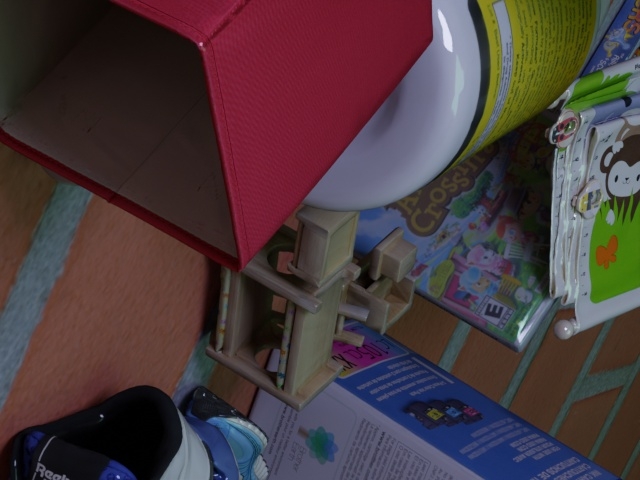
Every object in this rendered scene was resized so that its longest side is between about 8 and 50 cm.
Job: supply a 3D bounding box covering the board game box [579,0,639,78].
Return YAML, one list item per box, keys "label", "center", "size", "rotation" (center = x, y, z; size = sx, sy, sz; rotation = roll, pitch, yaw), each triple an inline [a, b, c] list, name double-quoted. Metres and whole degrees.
- label: "board game box"
  center: [0.331, -0.203, 1.966]
  size: [0.201, 0.035, 0.136]
  rotation: [-59, 158, -3]

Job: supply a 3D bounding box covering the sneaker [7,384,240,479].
- label: "sneaker"
  center: [-0.181, 0.221, 1.294]
  size: [0.315, 0.127, 0.182]
  rotation: [-59, 155, -22]

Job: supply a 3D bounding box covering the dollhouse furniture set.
- label: "dollhouse furniture set"
  center: [0.000, 0.000, 1.415]
  size: [0.161, 0.101, 0.182]
  rotation: [-40, 150, -41]

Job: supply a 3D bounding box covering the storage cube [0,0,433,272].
- label: "storage cube"
  center: [-0.067, -0.138, 0.996]
  size: [0.193, 0.184, 0.215]
  rotation: [-51, 156, -26]

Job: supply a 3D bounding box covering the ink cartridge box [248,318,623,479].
- label: "ink cartridge box"
  center: [0.108, 0.281, 1.592]
  size: [0.151, 0.395, 0.270]
  rotation: [-15, 131, -53]

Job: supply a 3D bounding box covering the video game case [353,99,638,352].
- label: "video game case"
  center: [0.137, -0.042, 1.534]
  size: [0.212, 0.193, 0.023]
  rotation: [-55, 160, -14]

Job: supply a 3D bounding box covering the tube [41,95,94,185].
- label: "tube"
  center: [-0.102, -0.078, 1.179]
  size: [0.207, 0.052, 0.080]
  rotation: [-25, 139, -63]

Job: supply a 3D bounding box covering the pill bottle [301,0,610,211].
- label: "pill bottle"
  center: [0.075, -0.149, 1.268]
  size: [0.334, 0.188, 0.188]
  rotation: [-31, 144, -57]

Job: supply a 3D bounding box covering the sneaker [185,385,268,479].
- label: "sneaker"
  center: [-0.084, 0.177, 1.507]
  size: [0.073, 0.063, 0.162]
  rotation: [-48, 155, -21]

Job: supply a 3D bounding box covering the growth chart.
- label: "growth chart"
  center: [0.232, -0.037, 1.482]
  size: [0.172, 0.021, 0.237]
  rotation: [-28, 125, -36]
